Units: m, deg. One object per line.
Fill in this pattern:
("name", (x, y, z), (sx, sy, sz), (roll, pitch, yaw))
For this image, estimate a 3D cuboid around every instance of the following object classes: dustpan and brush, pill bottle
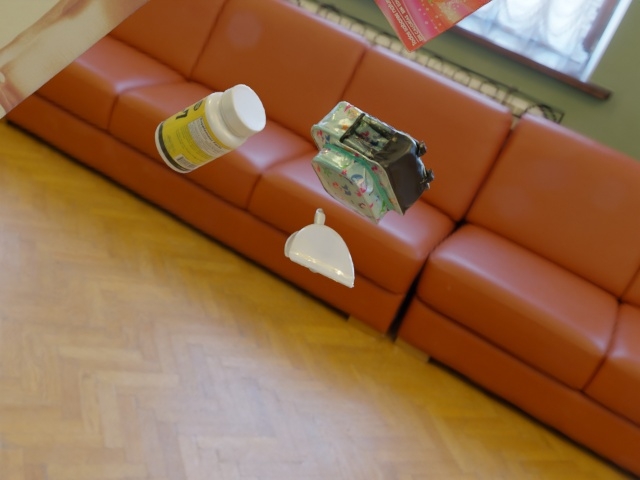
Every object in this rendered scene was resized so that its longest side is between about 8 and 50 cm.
("dustpan and brush", (0.000, 0.000, 1.521), (0.147, 0.060, 0.211), (26, 46, -18))
("pill bottle", (-0.220, -0.225, 1.552), (0.119, 0.209, 0.119), (35, 44, -43))

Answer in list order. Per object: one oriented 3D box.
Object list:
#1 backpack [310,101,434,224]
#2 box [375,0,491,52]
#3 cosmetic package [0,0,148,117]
("backpack", (0.091, -0.173, 1.677), (0.253, 0.191, 0.225), (43, -9, 36))
("box", (0.097, -0.409, 0.964), (0.300, 0.142, 0.154), (54, 26, -14))
("cosmetic package", (-0.264, -0.243, 0.703), (0.153, 0.296, 0.129), (38, -15, 44))
